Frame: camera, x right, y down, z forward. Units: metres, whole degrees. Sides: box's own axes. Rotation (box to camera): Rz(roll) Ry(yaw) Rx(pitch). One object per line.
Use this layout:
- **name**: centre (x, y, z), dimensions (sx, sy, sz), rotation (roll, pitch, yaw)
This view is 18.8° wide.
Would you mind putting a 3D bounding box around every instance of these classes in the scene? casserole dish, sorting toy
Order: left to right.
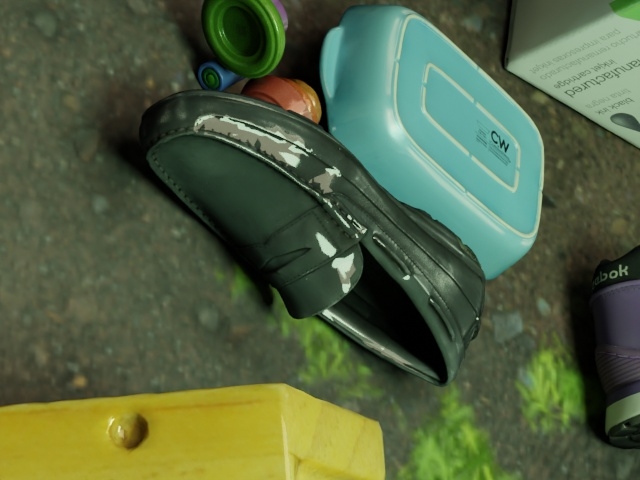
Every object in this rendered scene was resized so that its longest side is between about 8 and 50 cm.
- **sorting toy**: centre (-0.028, -0.091, 0.997), dimensions (0.042, 0.061, 0.102), rotation (-36, 121, -43)
- **casserole dish**: centre (0.070, -0.057, 1.060), dimensions (0.188, 0.037, 0.114), rotation (39, 48, -39)

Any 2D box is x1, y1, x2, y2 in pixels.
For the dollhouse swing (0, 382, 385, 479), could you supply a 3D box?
- **dollhouse swing**: centre (-0.078, 0.266, 0.824), dimensions (0.315, 0.305, 0.347), rotation (-5, 74, 1)

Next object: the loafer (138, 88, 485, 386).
- **loafer**: centre (0.000, 0.000, 0.975), dimensions (0.223, 0.076, 0.078), rotation (34, 47, -31)

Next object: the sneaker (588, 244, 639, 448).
- **sneaker**: centre (0.281, 0.055, 1.182), dimensions (0.283, 0.107, 0.124), rotation (6, 65, -39)

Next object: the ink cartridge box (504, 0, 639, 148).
- **ink cartridge box**: centre (0.280, -0.125, 1.178), dimensions (0.273, 0.198, 0.114), rotation (26, 59, -31)
